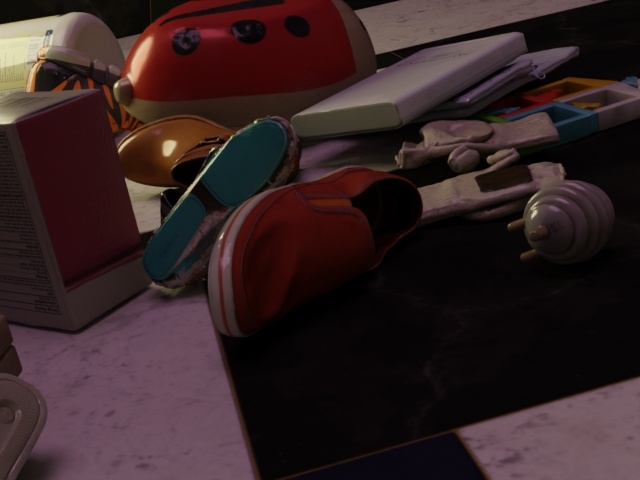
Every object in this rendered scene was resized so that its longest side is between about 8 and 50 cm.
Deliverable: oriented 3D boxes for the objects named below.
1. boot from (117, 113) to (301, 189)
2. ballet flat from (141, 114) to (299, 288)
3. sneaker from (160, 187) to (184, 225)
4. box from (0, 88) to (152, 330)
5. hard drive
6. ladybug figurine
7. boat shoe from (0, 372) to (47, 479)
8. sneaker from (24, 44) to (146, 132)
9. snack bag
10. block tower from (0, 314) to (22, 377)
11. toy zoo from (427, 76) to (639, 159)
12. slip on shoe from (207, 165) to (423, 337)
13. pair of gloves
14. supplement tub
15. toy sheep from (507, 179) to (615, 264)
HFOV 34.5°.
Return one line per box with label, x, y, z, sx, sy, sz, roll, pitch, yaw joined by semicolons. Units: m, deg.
boot;-0.171;-0.096;1.391;0.284;0.109;0.220;6;17;8
ballet flat;-0.100;-0.040;1.105;0.241;0.091;0.077;-43;-25;21
sneaker;-0.119;-0.037;1.242;0.188;0.078;0.067;0;24;28
box;-0.299;-0.037;1.117;0.149;0.232;0.127;4;25;36
hard drive;0.131;-0.225;1.484;0.203;0.040;0.308;-1;25;46
ladybug figurine;-0.113;-0.295;1.626;0.450;0.161;0.305;-19;38;-29
boat shoe;-0.280;0.197;0.752;0.079;0.084;0.233;-44;11;32
sneaker;-0.341;-0.191;1.728;0.321;0.180;0.124;17;-9;-12
snack bag;0.200;-0.240;1.607;0.323;0.037;0.343;-2;20;47
block tower;-0.441;0.148;0.914;0.336;0.090;0.097;-9;20;9
toy zoo;0.323;-0.179;1.443;0.293;0.030;0.192;-19;22;-18
slip on shoe;0.000;0.000;1.033;0.101;0.123;0.331;2;20;33
pair of gloves;0.187;-0.096;1.237;0.204;0.042;0.240;-8;29;12
supplement tub;-0.546;-0.286;1.903;0.325;0.235;0.235;-4;22;19
toy sheep;0.234;-0.016;0.991;0.091;0.091;0.132;5;21;38
